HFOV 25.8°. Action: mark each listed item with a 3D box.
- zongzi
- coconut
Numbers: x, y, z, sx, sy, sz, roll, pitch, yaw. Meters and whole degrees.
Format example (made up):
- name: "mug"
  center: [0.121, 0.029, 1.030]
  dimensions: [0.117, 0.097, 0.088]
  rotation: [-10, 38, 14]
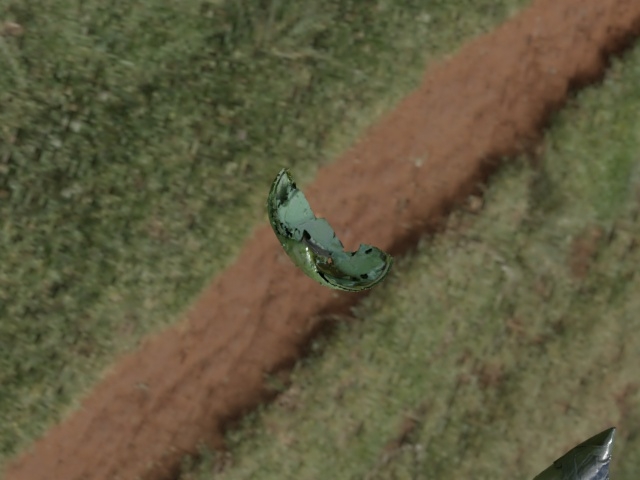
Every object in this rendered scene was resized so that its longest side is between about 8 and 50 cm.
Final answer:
- name: "zongzi"
  center: [0.318, 0.287, 1.774]
  dimensions: [0.109, 0.055, 0.119]
  rotation: [-14, 134, -14]
- name: "coconut"
  center: [-0.003, 0.001, 1.445]
  dimensions: [0.158, 0.055, 0.133]
  rotation: [46, 30, -4]
